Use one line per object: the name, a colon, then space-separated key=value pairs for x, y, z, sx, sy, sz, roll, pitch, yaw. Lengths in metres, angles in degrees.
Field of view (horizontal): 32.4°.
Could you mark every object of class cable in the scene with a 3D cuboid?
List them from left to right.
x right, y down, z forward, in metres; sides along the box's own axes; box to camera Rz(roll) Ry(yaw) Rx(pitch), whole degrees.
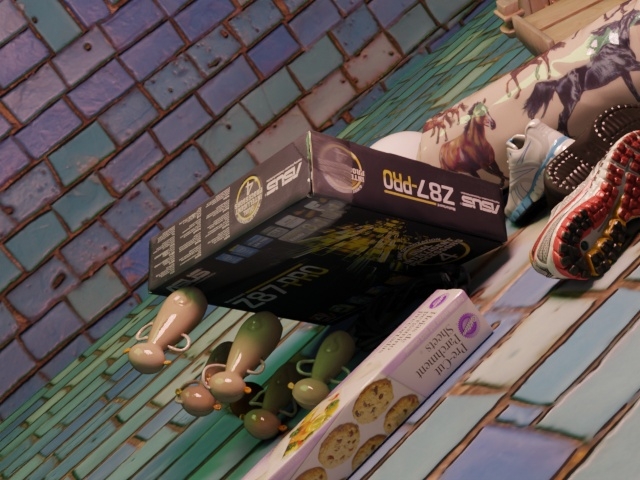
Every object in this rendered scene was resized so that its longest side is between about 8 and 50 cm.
cable: x=0.110 y=0.097 z=1.438 sx=0.184 sy=0.047 sz=0.150 roll=-17 pitch=29 yaw=55

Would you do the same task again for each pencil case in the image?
pencil case: x=0.336 y=-0.185 z=1.524 sx=0.410 sy=0.160 sz=0.183 roll=-30 pitch=-18 yaw=31

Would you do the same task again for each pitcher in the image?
pitcher: x=0.115 y=-0.083 z=1.637 sx=0.207 sy=0.125 sz=0.178 roll=-28 pitch=26 yaw=-35

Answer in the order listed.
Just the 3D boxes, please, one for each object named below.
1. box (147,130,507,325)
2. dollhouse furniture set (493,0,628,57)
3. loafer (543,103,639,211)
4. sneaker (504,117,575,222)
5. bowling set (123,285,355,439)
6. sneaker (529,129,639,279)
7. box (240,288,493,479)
box: x=0.000 y=0.000 z=1.473 sx=0.395 sy=0.318 sz=0.097 roll=-28 pitch=55 yaw=47
dollhouse furniture set: x=0.536 y=-0.420 z=2.164 sx=0.303 sy=0.174 sz=0.355 roll=-27 pitch=40 yaw=-7
loafer: x=0.346 y=-0.097 z=1.357 sx=0.220 sy=0.080 sz=0.078 roll=-30 pitch=-31 yaw=-27
sneaker: x=0.275 y=-0.097 z=1.453 sx=0.071 sy=0.083 sz=0.191 roll=-38 pitch=-16 yaw=-28
bowling set: x=-0.098 y=0.200 z=1.449 sx=0.287 sy=0.200 sz=0.154 roll=13 pitch=41 yaw=18
sneaker: x=0.311 y=-0.043 z=1.240 sx=0.225 sy=0.088 sz=0.093 roll=-43 pitch=11 yaw=-24
box: x=0.053 y=0.180 z=1.209 sx=0.324 sy=0.067 sz=0.063 roll=-41 pitch=13 yaw=-19
